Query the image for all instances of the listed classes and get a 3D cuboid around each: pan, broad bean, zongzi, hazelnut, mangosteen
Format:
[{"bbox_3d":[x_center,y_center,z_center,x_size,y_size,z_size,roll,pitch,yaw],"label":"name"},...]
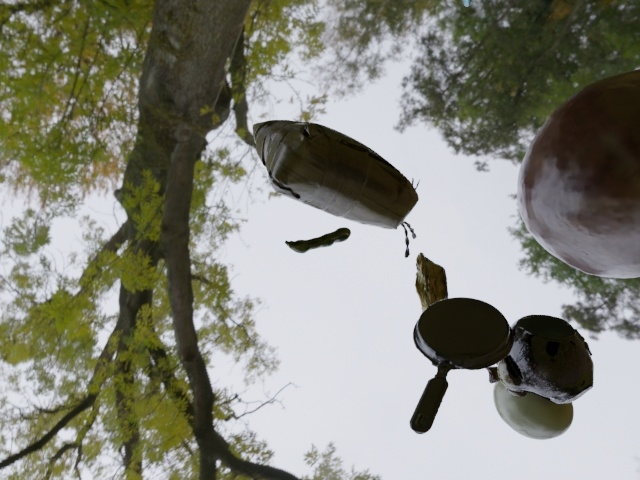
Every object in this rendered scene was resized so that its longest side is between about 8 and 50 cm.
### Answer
[{"bbox_3d":[0.173,0.154,0.662,0.136,0.028,0.235,10,-139,31],"label":"pan"},{"bbox_3d":[0.001,0.000,1.647,0.256,0.052,0.052,-13,-116,-30],"label":"broad bean"},{"bbox_3d":[0.060,-0.210,1.457,0.500,0.218,0.467,21,-160,-25],"label":"zongzi"},{"bbox_3d":[0.547,-0.114,0.841,0.421,0.421,0.352,-13,-89,-39],"label":"hazelnut"},{"bbox_3d":[0.624,0.343,1.435,0.288,0.233,0.287,-6,-160,2],"label":"mangosteen"}]

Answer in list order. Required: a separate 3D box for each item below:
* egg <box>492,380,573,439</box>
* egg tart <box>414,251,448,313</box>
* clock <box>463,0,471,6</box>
[{"bbox_3d":[0.685,0.524,1.619,0.219,0.269,0.219,-1,-87,-20],"label":"egg"},{"bbox_3d":[0.380,0.154,1.704,0.106,0.241,0.241,-7,-131,13],"label":"egg tart"},{"bbox_3d":[0.187,-0.410,0.542,0.094,0.274,0.223,8,-160,20],"label":"clock"}]
